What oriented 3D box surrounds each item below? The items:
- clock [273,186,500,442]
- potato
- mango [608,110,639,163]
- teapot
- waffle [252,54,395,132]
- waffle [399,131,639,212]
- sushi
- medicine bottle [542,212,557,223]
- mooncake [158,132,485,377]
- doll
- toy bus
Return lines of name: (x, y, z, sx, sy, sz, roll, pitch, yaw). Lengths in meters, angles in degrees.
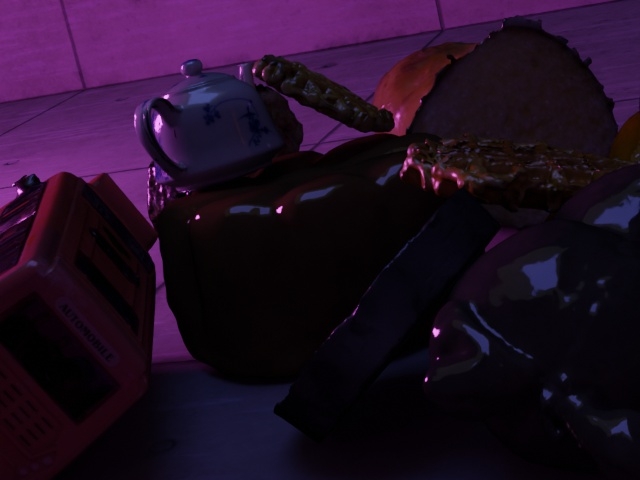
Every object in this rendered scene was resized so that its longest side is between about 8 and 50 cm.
clock: (0.064, 0.072, 1.348, 0.281, 0.055, 0.280, -50, -6, -7)
potato: (0.212, -0.139, 1.938, 0.301, 0.289, 0.237, -37, 5, -17)
mango: (0.399, -0.050, 1.613, 0.119, 0.176, 0.317, -44, 15, 37)
teapot: (-0.135, -0.141, 1.694, 0.159, 0.159, 0.232, -2, 15, 33)
waffle: (0.005, -0.175, 1.744, 0.183, 0.036, 0.169, 29, 12, 10)
waffle: (0.223, -0.065, 1.471, 0.291, 0.051, 0.291, 5, 14, -1)
sushi: (-0.130, -0.101, 2.116, 0.170, 0.211, 0.350, -4, 23, 15)
medicine bottle: (0.310, -0.015, 1.664, 0.096, 0.096, 0.192, -5, 18, 25)
mooncake: (0.000, 0.000, 1.670, 0.378, 0.201, 0.378, -12, 15, 3)
doll: (0.234, 0.009, 1.194, 0.252, 0.379, 0.382, 12, 29, 20)
toy bus: (-0.294, 0.075, 1.507, 0.233, 0.203, 0.427, -37, 16, 6)
